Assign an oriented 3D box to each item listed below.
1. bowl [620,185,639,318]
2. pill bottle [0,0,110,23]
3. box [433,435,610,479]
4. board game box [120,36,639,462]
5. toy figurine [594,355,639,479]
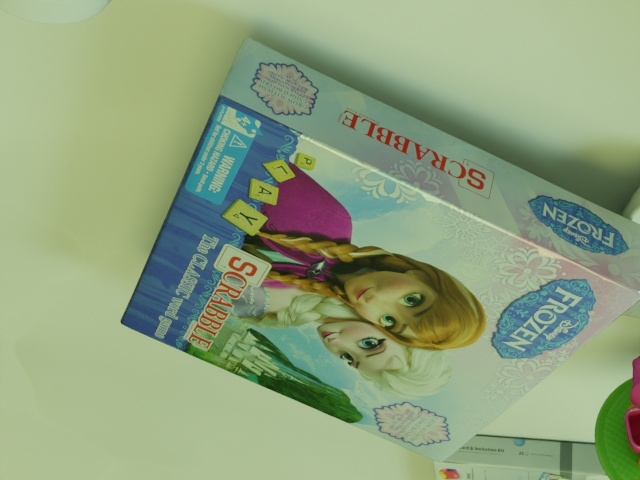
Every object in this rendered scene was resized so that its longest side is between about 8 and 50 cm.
[{"bbox_3d":[0.284,0.005,0.789,0.142,0.053,0.142,10,142,1],"label":"bowl"},{"bbox_3d":[-0.136,-0.224,0.562,0.121,0.121,0.216,19,140,-9],"label":"pill bottle"},{"bbox_3d":[0.219,0.265,1.135,0.186,0.038,0.145,1,140,12],"label":"box"},{"bbox_3d":[0.030,0.033,0.824,0.318,0.066,0.318,24,142,-7],"label":"board game box"},{"bbox_3d":[0.308,0.128,0.836,0.173,0.130,0.159,-8,147,8],"label":"toy figurine"}]
